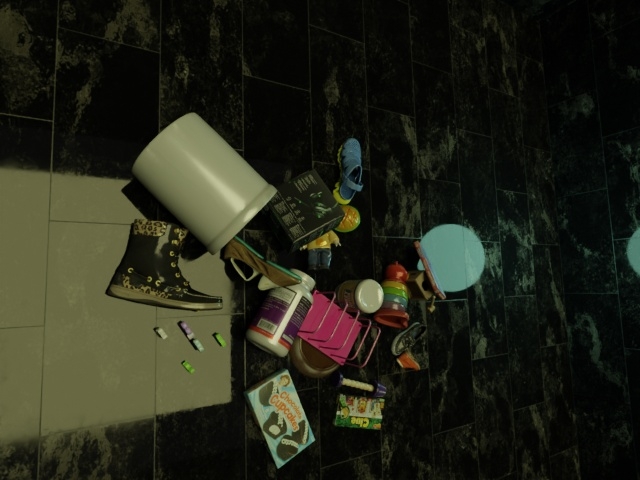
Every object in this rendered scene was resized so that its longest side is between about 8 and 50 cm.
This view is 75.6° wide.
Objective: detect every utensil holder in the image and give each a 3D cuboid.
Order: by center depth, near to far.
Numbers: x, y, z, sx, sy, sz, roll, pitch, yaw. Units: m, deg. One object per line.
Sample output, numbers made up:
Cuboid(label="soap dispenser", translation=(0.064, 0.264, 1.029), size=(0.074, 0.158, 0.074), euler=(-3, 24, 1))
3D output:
Cuboid(label="utensil holder", translation=(-0.401, -0.197, 1.448), size=(0.385, 0.327, 0.328), euler=(45, 63, -10))

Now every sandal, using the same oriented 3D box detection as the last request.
Cuboid(label="sandal", translation=(0.150, -0.330, 1.923), size=(0.126, 0.138, 0.318), euler=(11, 77, -28))

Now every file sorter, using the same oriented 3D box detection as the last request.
Cuboid(label="file sorter", translation=(0.075, 0.367, 1.704), size=(0.290, 0.182, 0.202), euler=(39, 66, -21))

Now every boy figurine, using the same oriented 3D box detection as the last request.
Cuboid(label="boy figurine", translation=(0.000, 0.000, 1.788), size=(0.177, 0.092, 0.286), euler=(-1, 70, 6))

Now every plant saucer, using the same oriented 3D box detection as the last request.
Cuboid(label="plant saucer", translation=(0.006, 0.439, 1.789), size=(0.310, 0.050, 0.312), euler=(4, 83, -30))

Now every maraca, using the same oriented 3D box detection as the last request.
Cuboid(label="maraca", translation=(0.089, -0.098, 1.882), size=(0.185, 0.099, 0.128), euler=(-7, 76, -7))

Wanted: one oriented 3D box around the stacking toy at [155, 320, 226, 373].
Cuboid(label="stacking toy", translation=(-0.467, 0.352, 1.506), size=(0.167, 0.052, 0.221), euler=(-40, 105, -29))

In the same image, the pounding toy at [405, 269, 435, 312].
Cuboid(label="pounding toy", translation=(0.519, 0.251, 2.048), size=(0.094, 0.181, 0.206), euler=(-38, 104, -29))

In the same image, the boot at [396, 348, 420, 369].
Cuboid(label="boot", translation=(0.431, 0.602, 2.029), size=(0.084, 0.059, 0.158), euler=(-38, 123, 3))

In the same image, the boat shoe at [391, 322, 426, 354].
Cuboid(label="boat shoe", translation=(0.442, 0.485, 2.033), size=(0.228, 0.076, 0.080), euler=(-29, 99, -31))

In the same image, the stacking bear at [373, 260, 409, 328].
Cuboid(label="stacking bear", translation=(0.348, 0.245, 1.963), size=(0.164, 0.175, 0.289), euler=(7, 62, 12))

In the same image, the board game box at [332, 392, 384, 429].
Cuboid(label="board game box", translation=(0.175, 0.772, 1.862), size=(0.259, 0.030, 0.136), euler=(18, 77, -29))

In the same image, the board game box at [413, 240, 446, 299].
Cuboid(label="board game box", translation=(0.544, 0.147, 2.054), size=(0.145, 0.027, 0.282), euler=(41, 28, -50))

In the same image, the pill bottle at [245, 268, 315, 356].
Cuboid(label="pill bottle", translation=(-0.146, 0.281, 1.636), size=(0.181, 0.181, 0.323), euler=(38, 66, -22))

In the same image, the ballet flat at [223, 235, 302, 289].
Cuboid(label="ballet flat", translation=(-0.235, 0.112, 1.581), size=(0.342, 0.116, 0.124), euler=(31, 86, 13))

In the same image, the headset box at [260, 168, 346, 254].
Cuboid(label="headset box", translation=(-0.070, -0.126, 1.698), size=(0.282, 0.131, 0.247), euler=(-30, 78, -22))

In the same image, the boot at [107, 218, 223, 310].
Cuboid(label="boot", translation=(-0.510, 0.092, 1.442), size=(0.376, 0.138, 0.285), euler=(11, 75, -10))

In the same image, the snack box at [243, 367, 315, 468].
Cuboid(label="snack box", translation=(-0.161, 0.702, 1.645), size=(0.187, 0.060, 0.323), euler=(-24, 97, -32))

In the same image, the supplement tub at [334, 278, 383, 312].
Cuboid(label="supplement tub", translation=(0.164, 0.245, 1.819), size=(0.144, 0.199, 0.145), euler=(5, 81, -31))

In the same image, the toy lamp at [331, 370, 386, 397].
Cuboid(label="toy lamp", translation=(0.178, 0.649, 1.852), size=(0.274, 0.080, 0.080), euler=(25, 72, -25))
